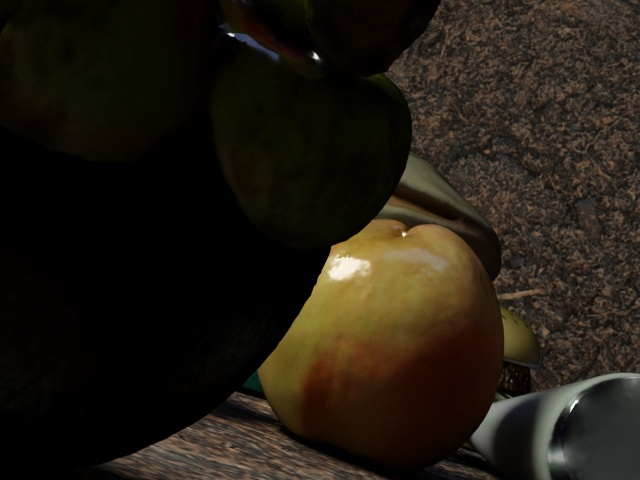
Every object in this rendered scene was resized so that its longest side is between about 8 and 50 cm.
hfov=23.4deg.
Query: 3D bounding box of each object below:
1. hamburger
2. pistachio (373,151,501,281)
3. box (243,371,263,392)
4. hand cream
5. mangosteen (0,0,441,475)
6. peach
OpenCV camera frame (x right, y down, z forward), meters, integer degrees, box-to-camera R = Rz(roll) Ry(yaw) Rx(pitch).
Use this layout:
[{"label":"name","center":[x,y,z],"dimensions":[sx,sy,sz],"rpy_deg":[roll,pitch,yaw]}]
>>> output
[{"label":"hamburger","center":[0.131,0.119,1.474],"dimensions":[0.175,0.137,0.175],"rpy_deg":[17,3,-1]},{"label":"pistachio","center":[0.000,0.000,1.768],"dimensions":[0.445,0.281,0.365],"rpy_deg":[18,-23,-34]},{"label":"box","center":[-0.089,0.093,1.365],"dimensions":[0.161,0.042,0.226],"rpy_deg":[17,0,-21]},{"label":"hand cream","center":[0.200,0.167,1.189],"dimensions":[0.185,0.118,0.359],"rpy_deg":[16,-8,1]},{"label":"mangosteen","center":[-0.108,-0.070,0.634],"dimensions":[0.306,0.306,0.359],"rpy_deg":[19,-43,-38]},{"label":"peach","center":[0.045,0.071,1.099],"dimensions":[0.184,0.184,0.184],"rpy_deg":[19,0,0]}]
